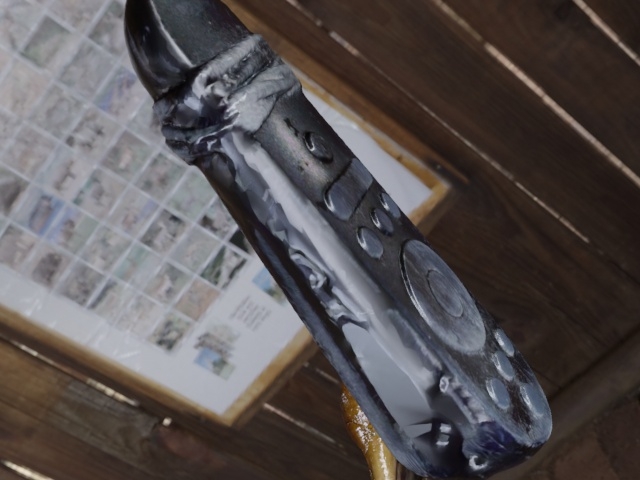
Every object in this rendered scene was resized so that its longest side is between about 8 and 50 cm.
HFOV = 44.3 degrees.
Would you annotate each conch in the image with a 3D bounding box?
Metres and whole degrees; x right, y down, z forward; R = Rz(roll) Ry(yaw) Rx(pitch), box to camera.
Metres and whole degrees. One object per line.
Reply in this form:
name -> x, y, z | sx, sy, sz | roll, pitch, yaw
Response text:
conch -> 0.070, 0.187, 0.787 | 0.086, 0.233, 0.080 | -18, 2, 0

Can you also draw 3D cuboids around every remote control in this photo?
remote control -> 0.000, 0.000, 0.348 | 0.066, 0.266, 0.090 | -36, 8, 20
